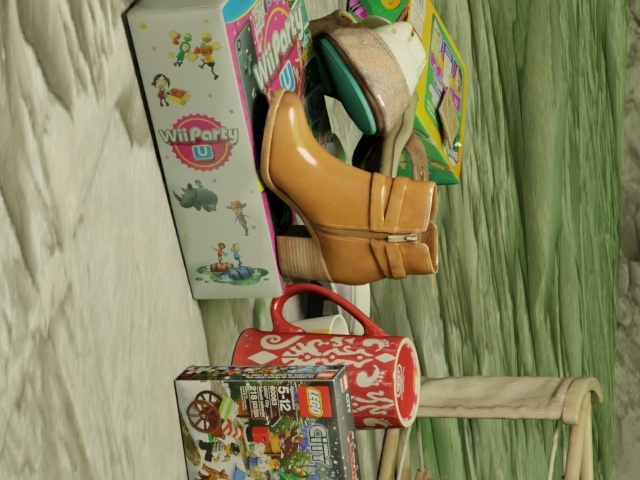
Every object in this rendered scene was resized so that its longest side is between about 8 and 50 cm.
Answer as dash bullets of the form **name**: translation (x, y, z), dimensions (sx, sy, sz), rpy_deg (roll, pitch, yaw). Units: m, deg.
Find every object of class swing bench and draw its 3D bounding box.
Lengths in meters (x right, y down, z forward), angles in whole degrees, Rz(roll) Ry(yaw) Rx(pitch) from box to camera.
- **swing bench**: translation (0.203, 0.279, 2.430), dimensions (0.165, 0.253, 0.255), rpy_deg (43, 48, -64)

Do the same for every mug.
- **mug**: translation (0.005, 0.127, 1.999), dimensions (0.113, 0.169, 0.150), rpy_deg (-44, 130, -64)
- **mug**: translation (-0.012, 0.111, 2.110), dimensions (0.078, 0.064, 0.062), rpy_deg (-21, 109, -68)

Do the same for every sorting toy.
- **sorting toy**: translation (0.159, -0.140, 2.450), dimensions (0.062, 0.012, 0.083), rpy_deg (-72, 151, -52)

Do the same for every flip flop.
- **flip flop**: translation (0.070, -0.058, 2.001), dimensions (0.080, 0.112, 0.277), rpy_deg (35, 33, -11)

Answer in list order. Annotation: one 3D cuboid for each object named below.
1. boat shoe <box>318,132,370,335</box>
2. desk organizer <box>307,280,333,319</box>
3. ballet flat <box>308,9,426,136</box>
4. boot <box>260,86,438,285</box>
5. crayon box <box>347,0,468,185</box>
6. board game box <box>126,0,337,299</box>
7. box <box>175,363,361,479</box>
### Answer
- **boat shoe**: translation (0.000, 0.000, 2.142), dimensions (0.079, 0.081, 0.228), rpy_deg (-148, -133, -78)
- **desk organizer**: translation (0.013, 0.112, 2.209), dimensions (0.050, 0.047, 0.130), rpy_deg (48, 44, -65)
- **ballet flat**: translation (0.045, -0.187, 2.021), dimensions (0.108, 0.106, 0.316), rpy_deg (67, -8, -22)
- **boot**: translation (0.031, -0.052, 1.824), dimensions (0.073, 0.152, 0.197), rpy_deg (-59, 144, -56)
- **crayon box**: translation (0.107, -0.195, 2.450), dimensions (0.278, 0.081, 0.165), rpy_deg (50, 42, -61)
- **board game box**: translation (-0.076, -0.129, 1.901), dimensions (0.224, 0.097, 0.303), rpy_deg (-64, 147, -55)
- **box**: translation (-0.042, 0.232, 1.870), dimensions (0.044, 0.159, 0.233), rpy_deg (-43, 128, -65)
